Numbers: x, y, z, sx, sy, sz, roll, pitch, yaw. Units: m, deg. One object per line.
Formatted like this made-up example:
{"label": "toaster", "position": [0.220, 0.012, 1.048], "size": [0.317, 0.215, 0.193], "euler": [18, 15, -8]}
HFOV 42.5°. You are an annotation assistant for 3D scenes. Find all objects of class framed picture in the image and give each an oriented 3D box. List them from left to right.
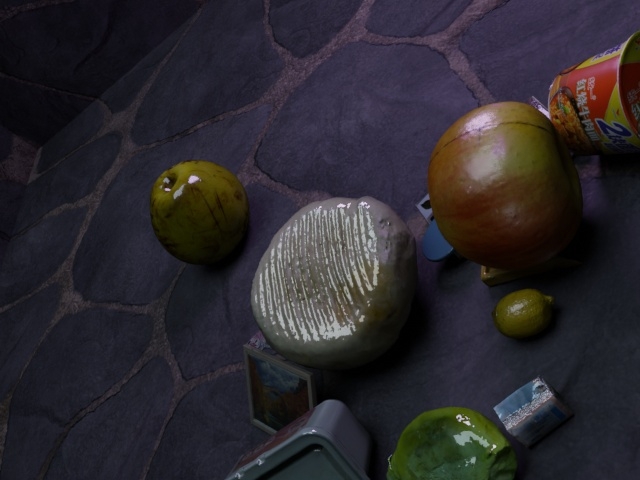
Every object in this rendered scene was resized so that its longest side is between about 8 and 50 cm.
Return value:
{"label": "framed picture", "position": [-0.079, 0.322, 1.656], "size": [0.250, 0.016, 0.184], "euler": [14, 112, 52]}

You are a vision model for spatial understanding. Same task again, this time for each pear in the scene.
{"label": "pear", "position": [-0.326, -0.078, 2.185], "size": [0.283, 0.283, 0.284], "euler": [-30, 40, 29]}

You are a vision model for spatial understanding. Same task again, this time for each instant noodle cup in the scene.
{"label": "instant noodle cup", "position": [0.512, -0.238, 1.425], "size": [0.174, 0.213, 0.213], "euler": [-10, 52, 56]}

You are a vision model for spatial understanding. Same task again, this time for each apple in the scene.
{"label": "apple", "position": [0.312, -0.092, 1.411], "size": [0.233, 0.286, 0.286], "euler": [-20, 45, 28]}

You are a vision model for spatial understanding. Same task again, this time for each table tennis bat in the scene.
{"label": "table tennis bat", "position": [0.250, -0.029, 1.607], "size": [0.100, 0.019, 0.155], "euler": [19, 81, 57]}

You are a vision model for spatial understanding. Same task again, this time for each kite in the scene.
{"label": "kite", "position": [-0.129, 0.239, 1.899], "size": [0.152, 0.005, 0.137], "euler": [-12, 51, 42]}

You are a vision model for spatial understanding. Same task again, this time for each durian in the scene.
{"label": "durian", "position": [0.205, 0.340, 1.334], "size": [0.250, 0.101, 0.139], "euler": [-9, 54, 45]}

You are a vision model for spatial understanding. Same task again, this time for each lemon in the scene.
{"label": "lemon", "position": [0.344, 0.123, 1.386], "size": [0.110, 0.082, 0.082], "euler": [-23, 43, 26]}

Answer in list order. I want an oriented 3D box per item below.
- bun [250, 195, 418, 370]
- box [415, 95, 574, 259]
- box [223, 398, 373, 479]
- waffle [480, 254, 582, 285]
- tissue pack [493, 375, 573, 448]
{"label": "bun", "position": [0.042, 0.091, 1.649], "size": [0.365, 0.219, 0.365], "euler": [-15, 64, 32]}
{"label": "box", "position": [0.349, -0.127, 1.635], "size": [0.325, 0.047, 0.180], "euler": [-43, 36, 13]}
{"label": "box", "position": [-0.048, 0.424, 1.477], "size": [0.312, 0.175, 0.182], "euler": [-37, 5, 21]}
{"label": "waffle", "position": [0.382, 0.013, 1.493], "size": [0.191, 0.032, 0.125], "euler": [-19, 43, 36]}
{"label": "tissue pack", "position": [0.332, 0.266, 1.278], "size": [0.094, 0.074, 0.059], "euler": [-41, 33, 12]}
